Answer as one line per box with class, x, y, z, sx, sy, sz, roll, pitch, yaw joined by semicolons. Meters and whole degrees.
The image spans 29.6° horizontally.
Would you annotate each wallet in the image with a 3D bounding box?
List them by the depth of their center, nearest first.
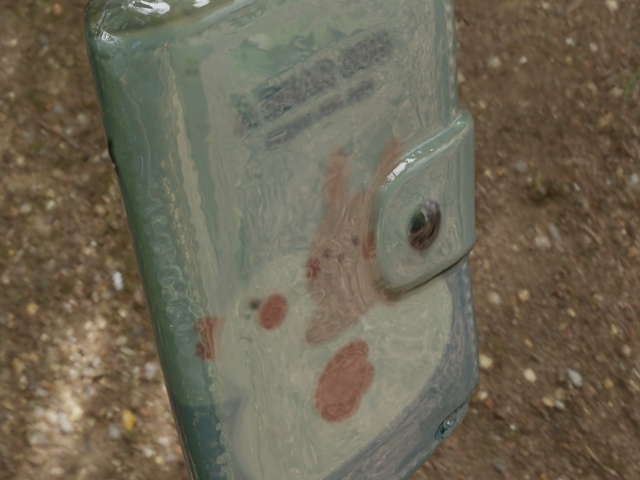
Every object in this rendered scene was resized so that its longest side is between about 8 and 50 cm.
wallet;0.000;0.000;0.685;0.083;0.360;0.252;19;38;38
